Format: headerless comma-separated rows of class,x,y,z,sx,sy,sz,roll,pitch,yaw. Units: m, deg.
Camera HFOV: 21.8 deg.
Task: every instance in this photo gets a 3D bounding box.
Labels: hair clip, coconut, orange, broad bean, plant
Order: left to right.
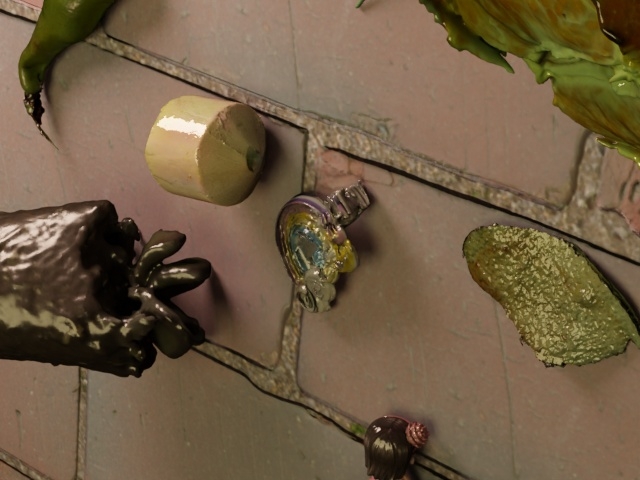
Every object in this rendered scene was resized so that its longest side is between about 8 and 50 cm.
broad bean,-0.287,-0.249,1.932,0.098,0.056,0.318,42,135,13
plant,-0.258,0.052,1.914,0.276,0.199,0.188,5,73,5
coconut,-0.115,-0.098,1.805,0.122,0.116,0.116,18,118,33
hair clip,-0.001,0.000,1.794,0.116,0.049,0.172,63,144,20
orange,0.237,-0.186,1.366,0.334,0.196,0.262,28,160,-20

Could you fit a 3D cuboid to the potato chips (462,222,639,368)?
potato chips,0.224,0.058,1.633,0.209,0.026,0.142,12,112,35

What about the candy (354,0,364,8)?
candy,0.061,-0.268,1.640,0.035,0.035,0.123,36,141,2

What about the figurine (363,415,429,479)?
figurine,0.081,0.250,1.815,0.072,0.054,0.129,18,121,30
